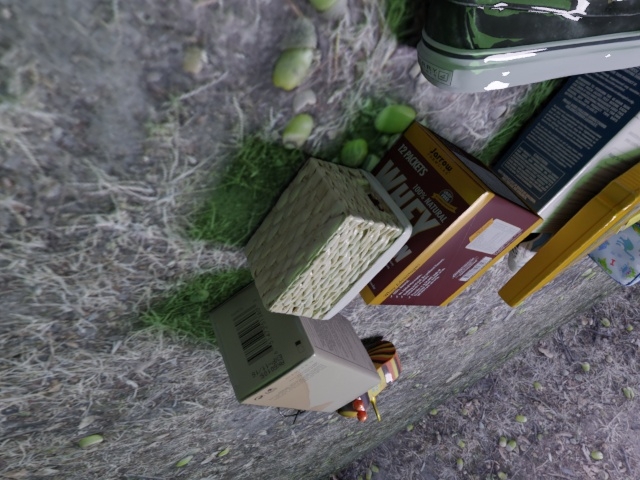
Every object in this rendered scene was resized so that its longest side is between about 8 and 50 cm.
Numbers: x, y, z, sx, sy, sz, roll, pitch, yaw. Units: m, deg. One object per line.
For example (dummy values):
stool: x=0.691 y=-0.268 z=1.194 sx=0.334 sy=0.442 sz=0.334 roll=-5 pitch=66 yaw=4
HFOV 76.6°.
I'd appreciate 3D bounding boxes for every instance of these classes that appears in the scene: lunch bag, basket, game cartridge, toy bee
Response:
lunch bag: x=0.819 y=0.010 z=1.072 sx=0.090 sy=0.176 sz=0.219 roll=-25 pitch=146 yaw=-9
basket: x=0.000 y=0.000 z=0.470 sx=0.103 sy=0.113 sz=0.167 roll=14 pitch=126 yaw=-42
game cartridge: x=0.483 y=-0.031 z=0.697 sx=0.324 sy=0.052 sz=0.285 roll=-26 pitch=152 yaw=-29
toy bee: x=0.083 y=0.338 z=0.901 sx=0.298 sy=0.162 sz=0.195 roll=-45 pitch=112 yaw=-18

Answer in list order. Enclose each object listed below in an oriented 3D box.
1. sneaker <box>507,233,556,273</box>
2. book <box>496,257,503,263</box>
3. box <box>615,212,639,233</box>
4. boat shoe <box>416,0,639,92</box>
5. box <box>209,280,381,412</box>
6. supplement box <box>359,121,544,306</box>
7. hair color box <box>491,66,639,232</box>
sneaker: x=0.430 y=-0.001 z=0.849 sx=0.086 sy=0.085 sz=0.237 roll=-3 pitch=149 yaw=4
book: x=0.337 y=0.024 z=0.844 sx=0.096 sy=0.035 sz=0.144 roll=-28 pitch=148 yaw=2
box: x=0.768 y=-0.115 z=0.952 sx=0.232 sy=0.087 sz=0.058 roll=-32 pitch=149 yaw=0
boat shoe: x=0.249 y=-0.227 z=0.358 sx=0.335 sy=0.121 sz=0.119 roll=-22 pitch=147 yaw=-13
box: x=-0.022 y=0.180 z=0.656 sx=0.121 sy=0.148 sz=0.311 roll=-35 pitch=145 yaw=6
supplement box: x=0.148 y=-0.019 z=0.544 sx=0.194 sy=0.129 sz=0.191 roll=10 pitch=129 yaw=-45
hair color box: x=0.406 y=-0.167 z=0.576 sx=0.174 sy=0.105 sz=0.347 roll=0 pitch=136 yaw=-41
